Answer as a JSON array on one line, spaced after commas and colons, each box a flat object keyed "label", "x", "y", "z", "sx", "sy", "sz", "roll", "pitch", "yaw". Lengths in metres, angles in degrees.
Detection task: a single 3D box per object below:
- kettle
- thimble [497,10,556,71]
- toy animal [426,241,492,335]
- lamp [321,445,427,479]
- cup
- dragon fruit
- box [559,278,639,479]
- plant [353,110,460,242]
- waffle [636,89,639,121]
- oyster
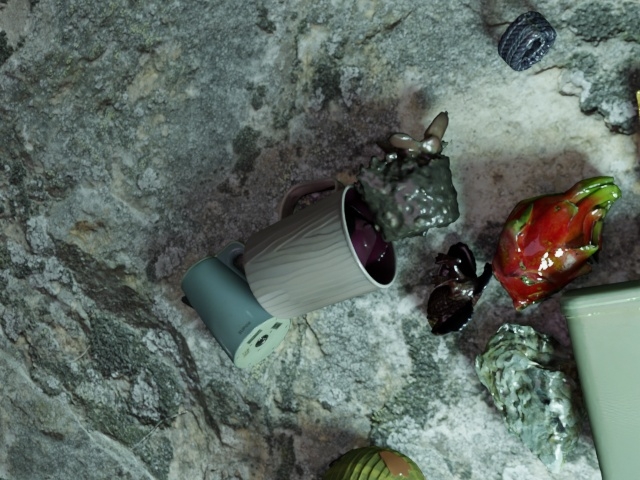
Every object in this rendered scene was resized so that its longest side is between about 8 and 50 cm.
[{"label": "kettle", "x": -0.185, "y": 0.130, "z": 1.815, "sx": 0.210, "sy": 0.160, "sz": 0.243, "roll": -46, "pitch": 64, "yaw": 2}, {"label": "thimble", "x": 0.392, "y": -0.378, "z": 1.520, "sx": 0.066, "sy": 0.095, "sz": 0.104, "roll": 57, "pitch": 150, "yaw": 25}, {"label": "toy animal", "x": 0.270, "y": 0.118, "z": 1.577, "sx": 0.116, "sy": 0.218, "sz": 0.179, "roll": 4, "pitch": 138, "yaw": 5}, {"label": "lamp", "x": 0.090, "y": 0.544, "z": 1.629, "sx": 0.284, "sy": 0.250, "sz": 0.250, "roll": -10, "pitch": 87, "yaw": 36}, {"label": "cup", "x": -0.009, "y": 0.002, "z": 1.674, "sx": 0.273, "sy": 0.208, "sz": 0.288, "roll": -24, "pitch": 82, "yaw": 28}, {"label": "dragon fruit", "x": 0.440, "y": 0.007, "z": 1.475, "sx": 0.269, "sy": 0.198, "sz": 0.200, "roll": -23, "pitch": 117, "yaw": 1}, {"label": "box", "x": 0.618, "y": 0.229, "z": 1.358, "sx": 0.352, "sy": 0.177, "sz": 0.343, "roll": -11, "pitch": 90, "yaw": 19}, {"label": "plant", "x": 0.173, "y": -0.116, "z": 1.591, "sx": 0.204, "sy": 0.178, "sz": 0.234, "roll": -16, "pitch": 90, "yaw": 28}, {"label": "waffle", "x": 0.678, "y": -0.171, "z": 1.394, "sx": 0.219, "sy": 0.057, "sz": 0.229, "roll": -8, "pitch": 89, "yaw": 27}, {"label": "oyster", "x": 0.412, "y": 0.287, "z": 1.519, "sx": 0.267, "sy": 0.112, "sz": 0.198, "roll": 46, "pitch": 111, "yaw": 15}]
